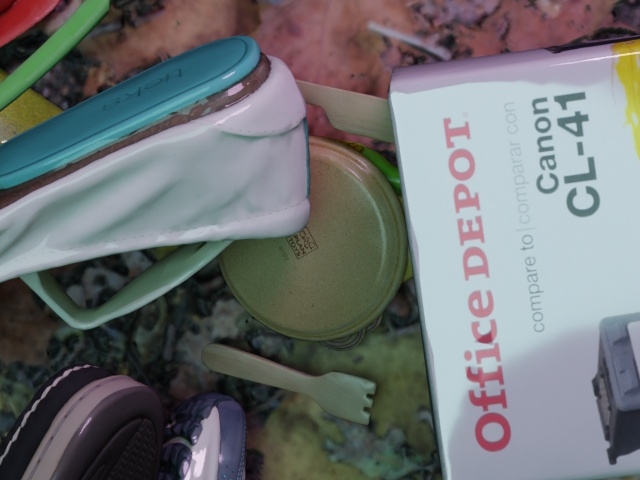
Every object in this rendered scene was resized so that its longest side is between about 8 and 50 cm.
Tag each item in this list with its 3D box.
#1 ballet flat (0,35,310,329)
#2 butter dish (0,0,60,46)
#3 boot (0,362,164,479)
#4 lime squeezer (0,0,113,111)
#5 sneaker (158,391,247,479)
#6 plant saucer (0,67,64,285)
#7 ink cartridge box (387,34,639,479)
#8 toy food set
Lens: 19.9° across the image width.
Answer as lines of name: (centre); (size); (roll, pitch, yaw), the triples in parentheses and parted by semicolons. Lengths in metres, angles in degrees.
ballet flat: (-0.189, 0.006, 1.042); (0.400, 0.139, 0.139); (-18, 92, 10)
butter dish: (-0.256, -0.174, 1.055); (0.160, 0.118, 0.160); (-34, 79, -8)
boot: (-0.275, 0.184, 1.080); (0.284, 0.138, 0.377); (35, 109, 24)
lime squeezer: (-0.120, -0.195, 1.046); (0.110, 0.059, 0.310); (17, 78, -21)
sneaker: (-0.061, 0.234, 1.097); (0.122, 0.110, 0.283); (8, 85, -21)
plant saucer: (-0.270, -0.040, 1.131); (0.188, 0.045, 0.188); (34, 103, 8)
ink cartridge box: (0.199, 0.000, 0.961); (0.306, 0.131, 0.226); (-8, 96, 3)
toy food set: (0.000, 0.000, 1.081); (0.132, 0.038, 0.192); (16, 105, 18)
